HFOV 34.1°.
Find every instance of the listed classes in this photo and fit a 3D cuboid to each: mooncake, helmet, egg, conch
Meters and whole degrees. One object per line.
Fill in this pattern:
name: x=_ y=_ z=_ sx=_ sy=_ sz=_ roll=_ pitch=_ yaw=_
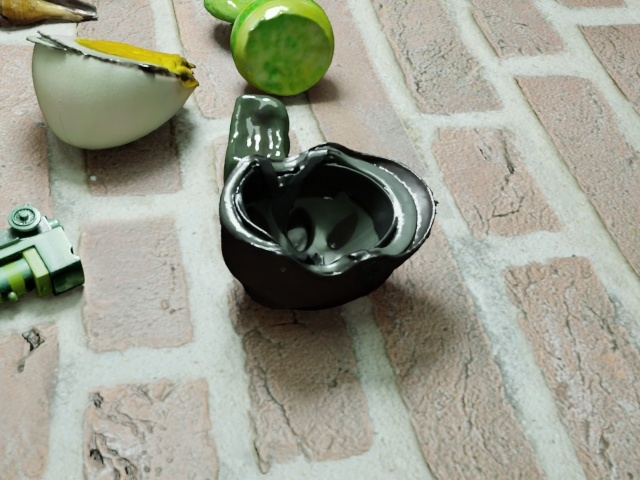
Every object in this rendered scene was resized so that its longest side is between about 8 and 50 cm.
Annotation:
mooncake: x=-0.098 y=-0.139 z=1.619 sx=0.104 sy=0.175 sz=0.168 roll=3 pitch=-1 yaw=4
helmet: x=0.000 y=0.000 z=1.463 sx=0.305 sy=0.177 sz=0.225 roll=-1 pitch=46 yaw=-17
egg: x=-0.349 y=-0.241 z=1.724 sx=0.264 sy=0.174 sz=0.286 roll=20 pitch=17 yaw=21
conch: x=-0.556 y=-0.459 z=2.017 sx=0.233 sy=0.086 sz=0.080 roll=-7 pitch=-2 yaw=-33

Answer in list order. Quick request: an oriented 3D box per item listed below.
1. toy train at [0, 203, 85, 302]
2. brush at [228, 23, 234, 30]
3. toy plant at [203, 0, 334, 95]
toy train: x=-0.440 y=0.036 z=1.450 sx=0.200 sy=0.083 sz=0.132 roll=-26 pitch=61 yaw=-21
brush: x=-0.162 y=-0.436 z=2.067 sx=0.021 sy=0.018 sz=0.083 roll=15 pitch=41 yaw=27
toy plant: x=-0.090 y=-0.405 z=1.934 sx=0.224 sy=0.184 sz=0.316 roll=3 pitch=31 yaw=-21
